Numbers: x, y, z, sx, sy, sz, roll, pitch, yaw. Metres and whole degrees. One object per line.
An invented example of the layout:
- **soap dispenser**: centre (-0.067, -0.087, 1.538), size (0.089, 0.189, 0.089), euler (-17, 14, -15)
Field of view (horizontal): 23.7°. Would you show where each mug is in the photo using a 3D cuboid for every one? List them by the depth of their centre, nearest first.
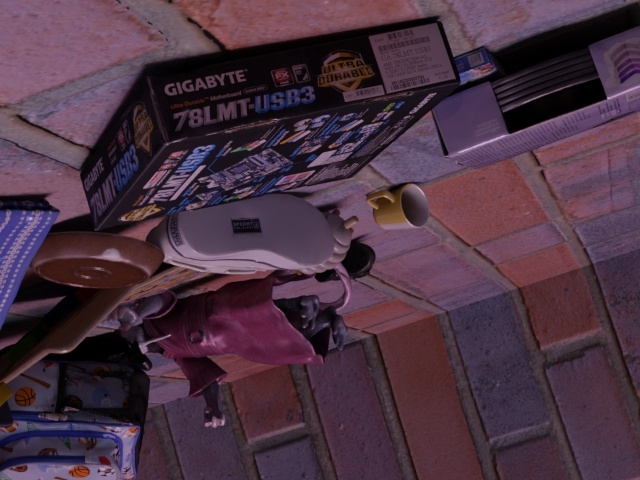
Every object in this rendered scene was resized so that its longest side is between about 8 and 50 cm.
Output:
- **mug**: centre (0.103, -0.048, 2.098), size (0.064, 0.078, 0.062), euler (-14, -153, 42)

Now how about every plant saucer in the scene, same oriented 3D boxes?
- **plant saucer**: centre (-0.267, 0.027, 1.789), size (0.168, 0.029, 0.168), euler (2, 163, 1)

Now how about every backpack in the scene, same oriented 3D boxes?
- **backpack**: centre (-0.391, 0.274, 2.222), size (0.263, 0.213, 0.276), euler (11, 143, -3)

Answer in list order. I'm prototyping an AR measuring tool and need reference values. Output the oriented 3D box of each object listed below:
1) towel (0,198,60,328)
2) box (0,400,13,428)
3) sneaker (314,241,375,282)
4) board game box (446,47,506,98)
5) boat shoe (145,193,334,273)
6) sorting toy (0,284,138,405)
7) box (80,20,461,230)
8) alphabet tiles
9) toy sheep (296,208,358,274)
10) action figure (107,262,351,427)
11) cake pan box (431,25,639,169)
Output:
- **towel**: centre (-0.426, 0.066, 1.508), size (0.336, 0.040, 0.243), euler (-5, 130, -52)
- **box**: centre (-0.523, 0.200, 2.080), size (0.156, 0.158, 0.093), euler (-21, 169, 16)
- **sneaker**: centre (0.053, 0.034, 2.451), size (0.089, 0.051, 0.170), euler (-9, 172, -40)
- **board game box**: centre (0.140, -0.167, 1.581), size (0.090, 0.020, 0.090), euler (-20, 171, 16)
- **boat shoe**: centre (-0.098, 0.000, 1.892), size (0.088, 0.096, 0.267), euler (-21, 169, 42)
- **sorting toy**: centre (-0.361, 0.128, 1.972), size (0.229, 0.041, 0.307), euler (-26, -164, 48)
- **box**: centre (-0.057, -0.103, 1.457), size (0.293, 0.073, 0.295), euler (-12, 169, -22)
- **alphabet tiles**: centre (-0.178, 0.043, 2.137), size (0.198, 0.009, 0.237), euler (-26, 174, 32)
- **toy sheep**: centre (0.000, 0.000, 2.083), size (0.132, 0.091, 0.091), euler (-38, 161, 28)
- **action figure**: centre (-0.165, 0.113, 2.325), size (0.370, 0.248, 0.276), euler (-8, -144, 21)
- **cake pan box**: centre (0.256, -0.150, 1.665), size (0.246, 0.070, 0.267), euler (-22, 175, 13)
